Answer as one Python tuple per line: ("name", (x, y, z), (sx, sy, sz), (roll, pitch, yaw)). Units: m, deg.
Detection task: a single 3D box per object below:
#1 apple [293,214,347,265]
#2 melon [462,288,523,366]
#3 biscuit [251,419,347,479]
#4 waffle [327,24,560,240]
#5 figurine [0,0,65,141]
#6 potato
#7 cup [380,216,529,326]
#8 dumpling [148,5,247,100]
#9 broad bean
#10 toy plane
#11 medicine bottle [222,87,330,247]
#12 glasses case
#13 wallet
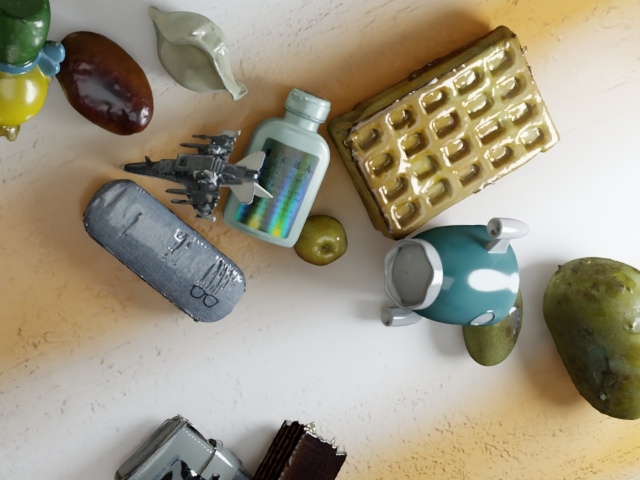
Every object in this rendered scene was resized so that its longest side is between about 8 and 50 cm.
("apple", (0.000, 0.000, 1.897), (0.084, 0.071, 0.084), (-4, 107, -15))
("melon", (0.283, 0.132, 2.007), (0.099, 0.099, 0.162), (0, 108, -16))
("biscuit", (-0.057, 0.413, 1.969), (0.106, 0.070, 0.252), (35, 77, -30))
("waffle", (0.194, -0.165, 1.893), (0.327, 0.098, 0.224), (-31, 114, -7))
("figurine", (-0.440, -0.265, 1.671), (0.127, 0.185, 0.234), (-27, 154, -29))
("potato", (0.490, 0.163, 2.028), (0.173, 0.210, 0.307), (-51, 130, -43))
("cup", (0.193, 0.054, 1.892), (0.173, 0.167, 0.299), (1, 146, -41))
("dumpling", (-0.176, -0.265, 1.731), (0.100, 0.134, 0.169), (-26, 109, -6))
("broad bean", (-0.308, -0.223, 1.732), (0.165, 0.084, 0.114), (41, 57, -23))
("toy plane", (-0.184, -0.103, 1.772), (0.234, 0.082, 0.160), (11, 62, 5))
("medicine bottle", (-0.055, -0.114, 1.839), (0.121, 0.083, 0.229), (21, 101, -10))
("glasses case", (-0.233, 0.018, 1.838), (0.282, 0.067, 0.109), (42, 90, -24))
("wallet", (-0.203, 0.400, 1.960), (0.170, 0.069, 0.231), (-42, 118, -2))
